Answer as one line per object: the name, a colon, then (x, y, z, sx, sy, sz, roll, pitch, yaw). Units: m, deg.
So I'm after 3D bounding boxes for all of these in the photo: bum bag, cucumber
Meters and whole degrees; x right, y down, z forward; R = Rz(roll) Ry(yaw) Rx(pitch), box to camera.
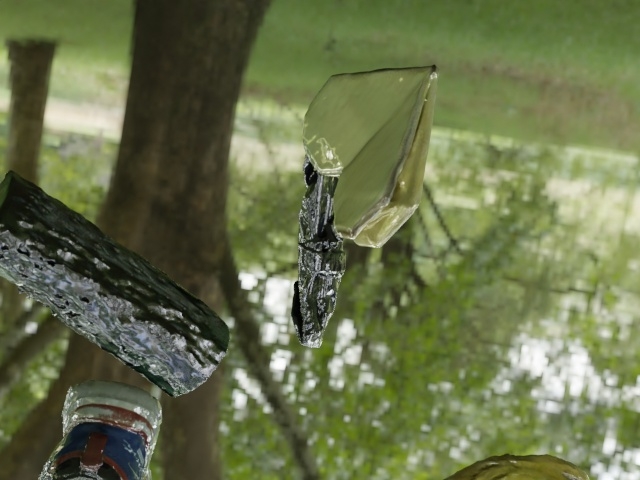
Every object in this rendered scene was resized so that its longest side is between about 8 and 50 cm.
bum bag: (0.000, 0.000, 1.913, 0.074, 0.310, 0.137, 6, -170, 9)
cucumber: (-0.161, 0.032, 1.012, 0.062, 0.078, 0.211, -13, 135, 44)

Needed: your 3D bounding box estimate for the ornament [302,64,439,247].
ornament: (0.062, -0.106, 1.332, 0.059, 0.180, 0.201, 23, -148, -33)

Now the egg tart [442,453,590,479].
egg tart: (0.186, 0.389, 1.525, 0.345, 0.345, 0.132, 7, -173, -29)

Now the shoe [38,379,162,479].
shoe: (-0.190, 0.225, 1.115, 0.099, 0.227, 0.125, 10, -140, -9)
